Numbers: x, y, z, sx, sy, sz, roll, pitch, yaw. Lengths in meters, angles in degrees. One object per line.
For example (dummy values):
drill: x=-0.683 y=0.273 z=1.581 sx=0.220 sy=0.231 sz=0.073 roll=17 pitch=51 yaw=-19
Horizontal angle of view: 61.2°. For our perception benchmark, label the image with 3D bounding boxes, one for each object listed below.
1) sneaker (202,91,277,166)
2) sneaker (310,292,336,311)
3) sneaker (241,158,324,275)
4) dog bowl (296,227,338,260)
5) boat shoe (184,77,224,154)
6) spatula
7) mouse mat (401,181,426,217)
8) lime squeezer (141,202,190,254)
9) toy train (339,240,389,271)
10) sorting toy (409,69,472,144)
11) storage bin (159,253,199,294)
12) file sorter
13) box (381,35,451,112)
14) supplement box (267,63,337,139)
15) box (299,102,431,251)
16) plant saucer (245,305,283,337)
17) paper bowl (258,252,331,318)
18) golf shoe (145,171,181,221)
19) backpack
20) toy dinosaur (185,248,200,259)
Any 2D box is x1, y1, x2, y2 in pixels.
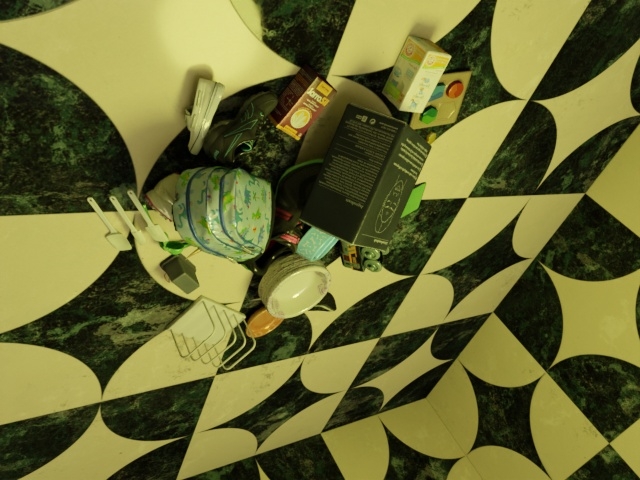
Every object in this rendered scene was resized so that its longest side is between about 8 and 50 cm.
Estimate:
sneaker: x=-0.203 y=-0.308 z=1.516 sx=0.267 sy=0.106 sz=0.101 roll=-47 pitch=165 yaw=-18
sneaker: x=-0.021 y=0.274 z=2.415 sx=0.097 sy=0.084 sz=0.235 roll=-25 pitch=150 yaw=29
sneaker: x=-0.101 y=-0.069 z=1.833 sx=0.185 sy=0.202 sz=0.483 roll=16 pitch=121 yaw=-48
dog bowl: x=0.000 y=0.000 z=1.984 sx=0.166 sy=0.074 sz=0.297 roll=-49 pitch=173 yaw=8
boat shoe: x=-0.330 y=-0.339 z=1.468 sx=0.076 sy=0.083 sz=0.226 roll=20 pitch=122 yaw=-17
spatula: x=-0.570 y=-0.054 z=1.591 sx=0.168 sy=0.019 sz=0.242 roll=-8 pitch=143 yaw=6
mouse mat: x=0.360 y=-0.154 z=2.240 sx=0.190 sy=0.007 sz=0.152 roll=-28 pitch=146 yaw=-32
lime squeezer: x=-0.473 y=-0.012 z=1.726 sx=0.110 sy=0.059 sz=0.310 roll=-43 pitch=143 yaw=11
toy train: x=0.161 y=0.002 z=2.142 sx=0.334 sy=0.190 sz=0.142 roll=75 pitch=33 yaw=-48
sorting toy: x=0.420 y=-0.456 z=1.945 sx=0.229 sy=0.041 sz=0.307 roll=-17 pitch=140 yaw=-23
storage bin: x=-0.477 y=0.122 z=1.846 sx=0.098 sy=0.091 sz=0.135 roll=-34 pitch=143 yaw=-1
file sorter: x=-0.415 y=0.374 z=2.112 sx=0.193 sy=0.173 sz=0.278 roll=-41 pitch=144 yaw=9
box: x=0.301 y=-0.523 z=1.711 sx=0.103 sy=0.114 sz=0.203 roll=-3 pitch=135 yaw=-35
supplement box: x=-0.056 y=-0.404 z=1.592 sx=0.188 sy=0.080 sz=0.104 roll=-48 pitch=142 yaw=17
box: x=0.152 y=-0.189 z=1.738 sx=0.293 sy=0.212 sz=0.395 roll=12 pitch=102 yaw=-63
plant saucer: x=-0.236 y=0.335 z=2.307 sx=0.200 sy=0.037 sz=0.200 roll=-28 pitch=148 yaw=-19
paper bowl: x=-0.111 y=0.161 z=2.133 sx=0.284 sy=0.148 sz=0.284 roll=-21 pitch=141 yaw=-18
golf shoe: x=-0.379 y=-0.086 z=1.648 sx=0.140 sy=0.115 sz=0.306 roll=-52 pitch=134 yaw=-4
backpack: x=-0.266 y=-0.087 z=1.542 sx=0.356 sy=0.273 sz=0.290 roll=18 pitch=76 yaw=-53
toy dinosaur: x=-0.367 y=0.001 z=1.793 sx=0.183 sy=0.053 sz=0.092 roll=-32 pitch=127 yaw=-41
